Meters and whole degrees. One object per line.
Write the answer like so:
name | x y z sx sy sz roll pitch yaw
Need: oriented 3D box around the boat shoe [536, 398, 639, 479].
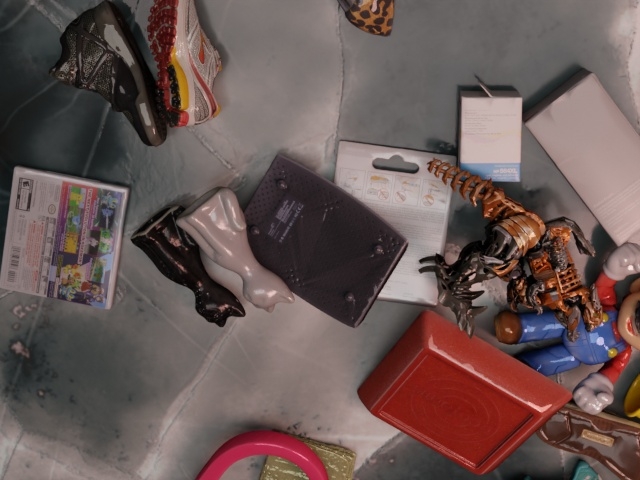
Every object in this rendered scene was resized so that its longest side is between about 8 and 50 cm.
boat shoe | 0.460 0.307 1.911 0.257 0.095 0.095 27 105 5

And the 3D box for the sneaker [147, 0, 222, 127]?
sneaker | -0.200 -0.282 1.838 0.092 0.088 0.225 -6 93 -37

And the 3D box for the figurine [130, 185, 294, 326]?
figurine | -0.154 0.036 1.859 0.215 0.092 0.209 -17 114 49

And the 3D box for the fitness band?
fitness band | -0.109 0.433 1.987 0.209 0.054 0.291 33 113 -4

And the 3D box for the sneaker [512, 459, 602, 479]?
sneaker | 0.324 0.436 1.965 0.275 0.107 0.110 -22 81 4

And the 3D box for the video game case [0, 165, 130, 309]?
video game case | -0.405 -0.004 1.940 0.183 0.023 0.201 11 102 2

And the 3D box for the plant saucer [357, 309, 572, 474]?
plant saucer | 0.208 0.249 1.874 0.258 0.048 0.259 30 137 -3

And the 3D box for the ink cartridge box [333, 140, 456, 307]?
ink cartridge box | 0.104 -0.023 1.895 0.189 0.066 0.232 8 84 2

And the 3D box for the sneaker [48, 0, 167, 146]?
sneaker | -0.320 -0.232 1.850 0.130 0.087 0.228 -25 97 11

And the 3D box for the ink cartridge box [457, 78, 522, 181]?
ink cartridge box | 0.250 -0.165 1.819 0.089 0.092 0.143 1 104 4

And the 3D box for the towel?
towel | -0.021 0.373 1.996 0.148 0.027 0.110 15 105 0

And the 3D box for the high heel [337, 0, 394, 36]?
high heel | 0.122 -0.430 1.782 0.261 0.093 0.186 -36 110 8

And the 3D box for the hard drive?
hard drive | 0.000 0.000 1.845 0.254 0.054 0.172 34 99 23

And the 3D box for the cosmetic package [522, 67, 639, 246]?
cosmetic package | 0.414 -0.124 1.815 0.127 0.107 0.238 -35 95 11

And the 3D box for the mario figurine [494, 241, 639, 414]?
mario figurine | 0.425 0.131 1.832 0.320 0.170 0.198 -17 128 14

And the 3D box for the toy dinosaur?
toy dinosaur | 0.267 0.020 1.788 0.218 0.164 0.322 -39 71 10

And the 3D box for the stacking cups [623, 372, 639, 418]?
stacking cups | 0.625 0.311 1.912 0.316 0.096 0.096 32 103 -8
